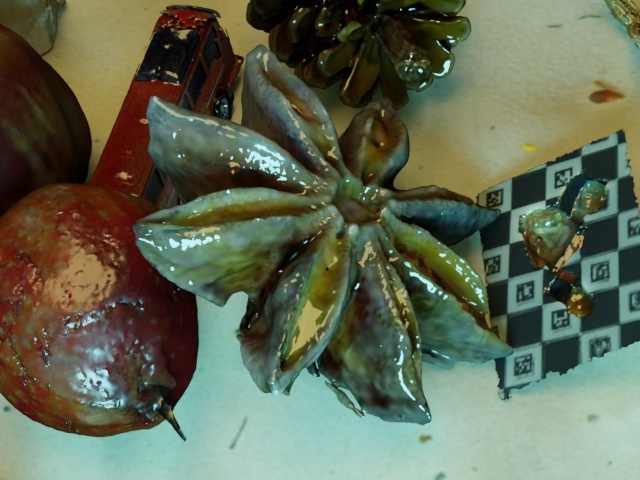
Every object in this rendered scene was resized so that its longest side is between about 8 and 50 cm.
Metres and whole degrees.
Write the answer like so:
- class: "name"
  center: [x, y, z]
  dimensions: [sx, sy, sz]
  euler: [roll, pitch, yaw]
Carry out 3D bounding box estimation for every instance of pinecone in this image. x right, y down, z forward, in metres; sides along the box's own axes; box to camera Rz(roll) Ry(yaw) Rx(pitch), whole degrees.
- class: "pinecone"
  center: [0.040, -0.205, 1.319]
  dimensions: [0.186, 0.168, 0.212]
  euler: [-36, 67, -1]

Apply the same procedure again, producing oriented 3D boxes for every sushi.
- class: "sushi"
  center: [0.193, 0.023, 1.186]
  dimensions: [0.139, 0.031, 0.201]
  euler: [-24, 48, 27]

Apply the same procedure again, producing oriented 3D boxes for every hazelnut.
- class: "hazelnut"
  center: [-0.297, -0.065, 1.283]
  dimensions: [0.230, 0.229, 0.229]
  euler: [-7, 51, 8]

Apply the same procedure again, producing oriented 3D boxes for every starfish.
- class: "starfish"
  center: [0.280, -0.199, 1.336]
  dimensions: [0.130, 0.041, 0.133]
  euler: [32, 63, 25]

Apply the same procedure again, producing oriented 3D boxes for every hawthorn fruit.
- class: "hawthorn fruit"
  center: [-0.164, 0.067, 1.143]
  dimensions: [0.181, 0.181, 0.235]
  euler: [-29, 50, -10]

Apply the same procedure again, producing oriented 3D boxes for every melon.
- class: "melon"
  center: [-0.299, -0.207, 1.448]
  dimensions: [0.093, 0.202, 0.139]
  euler: [10, 89, -2]

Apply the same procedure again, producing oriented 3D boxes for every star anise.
- class: "star anise"
  center: [0.001, -0.001, 1.148]
  dimensions: [0.332, 0.117, 0.331]
  euler: [21, 50, -27]

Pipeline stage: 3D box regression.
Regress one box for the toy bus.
- class: "toy bus"
  center: [-0.132, -0.098, 1.324]
  dimensions: [0.074, 0.096, 0.234]
  euler: [7, 56, 15]
